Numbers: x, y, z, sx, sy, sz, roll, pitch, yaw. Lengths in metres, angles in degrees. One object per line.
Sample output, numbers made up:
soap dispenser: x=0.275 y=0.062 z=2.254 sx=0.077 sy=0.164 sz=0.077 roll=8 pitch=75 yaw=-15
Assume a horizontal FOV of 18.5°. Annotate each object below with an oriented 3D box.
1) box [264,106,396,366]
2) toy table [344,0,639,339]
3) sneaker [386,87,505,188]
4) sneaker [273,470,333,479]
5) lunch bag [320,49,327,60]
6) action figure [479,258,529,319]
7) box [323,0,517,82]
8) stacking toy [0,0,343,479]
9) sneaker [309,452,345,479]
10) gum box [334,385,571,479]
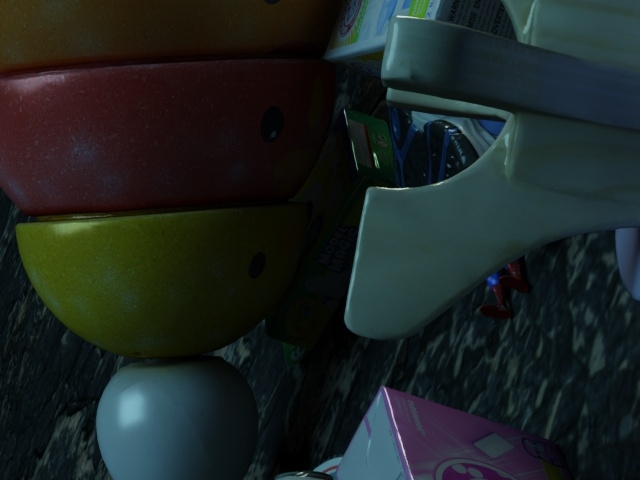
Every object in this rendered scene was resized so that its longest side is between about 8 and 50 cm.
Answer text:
box: x=0.000 y=0.000 z=1.482 sx=0.105 sy=0.043 sz=0.179 roll=-100 pitch=32 yaw=-57
toy table: x=0.109 y=-0.069 z=0.910 sx=0.274 sy=0.160 sz=0.252 roll=91 pitch=-171 yaw=-79
sneaker: x=0.093 y=-0.056 z=1.205 sx=0.211 sy=0.081 sz=0.080 roll=-132 pitch=33 yaw=-69
sneaker: x=-0.006 y=0.292 z=1.100 sx=0.146 sy=0.122 sz=0.331 roll=-4 pitch=-80 yaw=-79
lunch bag: x=-0.122 y=-0.179 z=1.708 sx=0.169 sy=0.235 sz=0.287 roll=-173 pitch=101 yaw=-74
action figure: x=0.102 y=0.001 z=1.203 sx=0.115 sy=0.030 sz=0.038 roll=-95 pitch=25 yaw=-56
box: x=0.094 y=-0.157 z=1.264 sx=0.203 sy=0.103 sz=0.114 roll=2 pitch=73 yaw=72
stacking toy: x=-0.111 y=-0.039 z=1.419 sx=0.350 sy=0.350 sz=0.480 roll=-173 pitch=77 yaw=-72
sneaker: x=-0.008 y=0.199 z=1.269 sx=0.161 sy=0.057 sz=0.075 roll=-44 pitch=26 yaw=49
gum box: x=0.079 y=0.159 z=0.973 sx=0.062 sy=0.107 sz=0.188 roll=-63 pitch=19 yaw=22
